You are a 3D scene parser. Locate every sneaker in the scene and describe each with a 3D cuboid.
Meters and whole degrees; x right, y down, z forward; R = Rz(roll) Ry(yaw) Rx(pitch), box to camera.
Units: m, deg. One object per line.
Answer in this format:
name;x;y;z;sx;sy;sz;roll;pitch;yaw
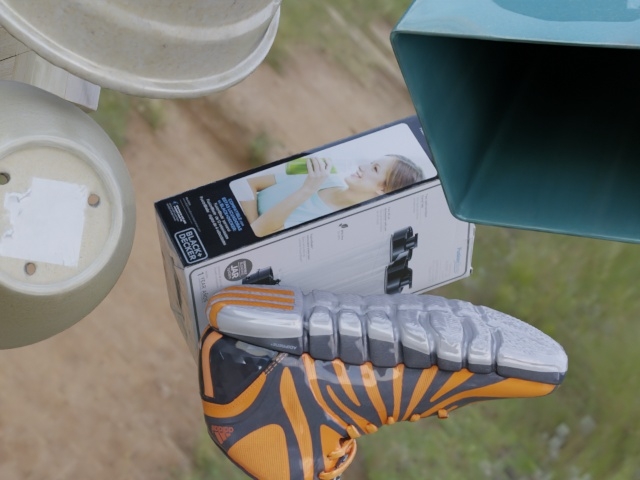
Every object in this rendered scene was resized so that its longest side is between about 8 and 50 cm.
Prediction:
sneaker;0.050;0.144;1.357;0.321;0.180;0.124;7;15;3

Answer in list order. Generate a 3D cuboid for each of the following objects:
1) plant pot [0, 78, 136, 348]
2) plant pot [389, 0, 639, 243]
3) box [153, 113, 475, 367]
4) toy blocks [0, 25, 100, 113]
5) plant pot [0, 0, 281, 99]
plant pot;-0.260;-0.021;1.324;0.256;0.256;0.274;44;-13;-16
plant pot;0.179;-0.143;0.947;0.165;0.234;0.165;9;-36;29
box;0.000;0.000;1.437;0.169;0.290;0.087;86;-20;-51
toy blocks;-0.373;-0.292;1.944;0.190;0.261;0.381;18;72;-40
plant pot;-0.108;-0.339;1.260;0.333;0.305;0.334;20;48;-24
